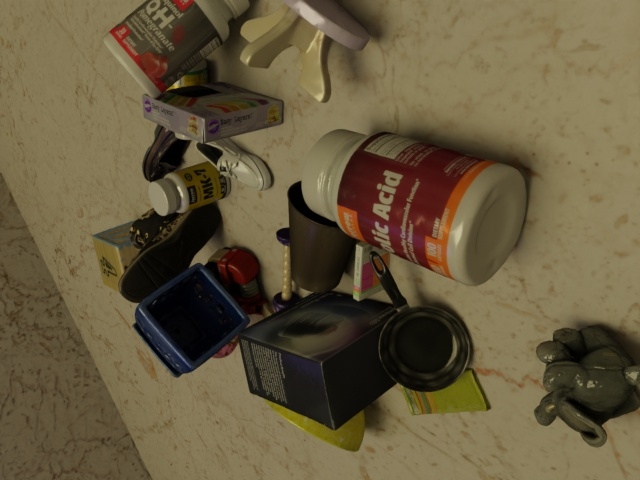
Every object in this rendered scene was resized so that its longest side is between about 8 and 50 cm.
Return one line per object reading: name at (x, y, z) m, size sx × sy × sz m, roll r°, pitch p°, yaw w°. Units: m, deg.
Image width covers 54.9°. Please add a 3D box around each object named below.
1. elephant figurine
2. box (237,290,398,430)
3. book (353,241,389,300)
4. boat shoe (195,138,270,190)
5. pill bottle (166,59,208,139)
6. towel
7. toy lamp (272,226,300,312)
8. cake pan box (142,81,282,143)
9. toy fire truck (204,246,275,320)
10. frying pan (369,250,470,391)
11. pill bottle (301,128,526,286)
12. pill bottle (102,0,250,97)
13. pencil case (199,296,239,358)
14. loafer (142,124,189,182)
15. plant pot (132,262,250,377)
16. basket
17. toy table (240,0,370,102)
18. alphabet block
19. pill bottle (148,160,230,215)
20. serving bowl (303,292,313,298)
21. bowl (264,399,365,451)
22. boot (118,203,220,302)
elephant figurine at (0.482, 0.283, 1.106) m, size 0.170 × 0.186 × 0.239 m, roll -13°, pitch 117°, yaw 7°
box at (0.017, 0.263, 1.470) m, size 0.294 × 0.296 × 0.182 m, roll 9°, pitch 116°, yaw 44°
book at (0.117, 0.059, 1.407) m, size 0.035 × 0.096 × 0.144 m, roll 27°, pitch 128°, yaw 37°
boat shoe at (-0.242, -0.205, 1.673) m, size 0.258 × 0.084 × 0.095 m, roll 35°, pitch 132°, yaw 31°
pill bottle at (-0.363, -0.387, 1.684) m, size 0.118 × 0.118 × 0.208 m, roll 26°, pitch 127°, yaw 37°
towel at (0.282, 0.360, 1.444) m, size 0.237 × 0.021 × 0.102 m, roll -23°, pitch 92°, yaw 50°
toy lamp at (-0.089, 0.099, 1.674) m, size 0.080 × 0.080 × 0.274 m, roll 29°, pitch 126°, yaw 35°
cake pan box at (-0.267, -0.322, 1.515) m, size 0.267 × 0.246 × 0.070 m, roll 27°, pitch 124°, yaw 38°
toy fire truck at (-0.214, 0.150, 1.805) m, size 0.247 × 0.158 × 0.216 m, roll 6°, pitch 121°, yaw 24°
frying pan at (0.179, 0.194, 1.362) m, size 0.326 × 0.053 × 0.197 m, roll 41°, pitch 104°, yaw 4°
pill bottle at (0.164, -0.082, 1.181) m, size 0.392 × 0.224 × 0.223 m, roll 24°, pitch 126°, yaw 38°
pill bottle at (-0.325, -0.494, 1.424) m, size 0.176 × 0.319 × 0.176 m, roll 49°, pitch 178°, yaw 2°
pencil case at (-0.421, 0.238, 2.051) m, size 0.386 × 0.167 × 0.160 m, roll 31°, pitch 98°, yaw 34°
loafer at (-0.463, -0.263, 1.875) m, size 0.095 × 0.109 × 0.302 m, roll 47°, pitch 135°, yaw 15°
plant pot at (-0.383, 0.239, 1.756) m, size 0.236 × 0.236 × 0.212 m, roll 49°, pitch 142°, yaw 1°
basket at (0.000, 0.000, 1.469) m, size 0.204 × 0.154 × 0.226 m, roll 38°, pitch 137°, yaw 30°
toy table at (-0.043, -0.419, 1.246) m, size 0.274 × 0.252 × 0.160 m, roll 52°, pitch 123°, yaw 28°
alphabet block at (-0.674, 0.060, 2.207) m, size 0.194 × 0.192 × 0.197 m, roll 18°, pitch 123°, yaw 44°
pill bottle at (-0.372, -0.147, 1.748) m, size 0.119 × 0.209 × 0.119 m, roll 25°, pitch 127°, yaw 38°
serving bowl at (-0.024, 0.186, 1.683) m, size 0.083 × 0.027 × 0.083 m, roll 25°, pitch 127°, yaw 39°
bowl at (0.010, 0.417, 1.642) m, size 0.290 × 0.289 × 0.156 m, roll 24°, pitch 84°, yaw 38°
boot at (-0.504, 0.020, 1.888) m, size 0.284 × 0.377 × 0.138 m, roll 9°, pitch 145°, yaw 51°
